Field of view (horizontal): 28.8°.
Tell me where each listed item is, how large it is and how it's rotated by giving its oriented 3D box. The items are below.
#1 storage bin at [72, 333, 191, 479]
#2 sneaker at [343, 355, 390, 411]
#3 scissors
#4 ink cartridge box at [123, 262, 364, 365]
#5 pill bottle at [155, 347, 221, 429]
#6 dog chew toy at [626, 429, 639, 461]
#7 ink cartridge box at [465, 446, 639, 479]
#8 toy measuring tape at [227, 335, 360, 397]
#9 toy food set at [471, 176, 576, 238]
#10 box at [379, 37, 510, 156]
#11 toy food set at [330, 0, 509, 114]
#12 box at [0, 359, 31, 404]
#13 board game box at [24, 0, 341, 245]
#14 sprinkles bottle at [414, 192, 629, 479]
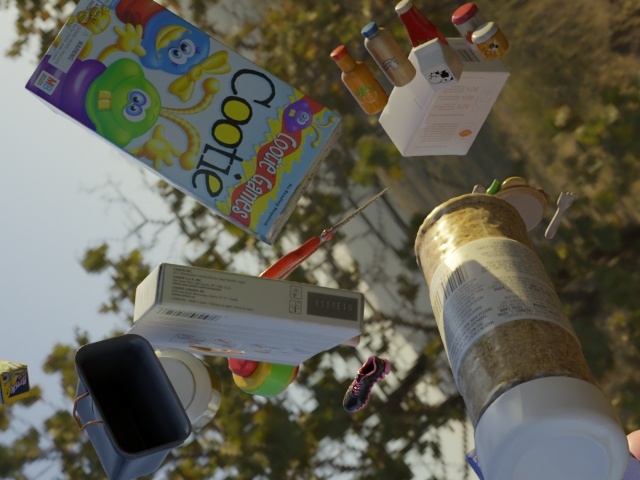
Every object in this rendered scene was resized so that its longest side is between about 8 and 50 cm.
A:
[{"bbox_3d":[-0.206,0.181,1.271,0.135,0.098,0.091,57,142,27],"label":"storage bin"},{"bbox_3d":[0.075,0.258,2.270,0.047,0.119,0.057,35,-179,36],"label":"sneaker"},{"bbox_3d":[0.000,0.000,1.892,0.021,0.297,0.109,50,169,10],"label":"scissors"},{"bbox_3d":[-0.112,0.104,1.651,0.239,0.275,0.060,145,131,-64],"label":"ink cartridge box"},{"bbox_3d":[-0.185,0.190,1.576,0.103,0.103,0.184,52,175,9],"label":"pill bottle"},{"bbox_3d":[0.529,0.286,1.625,0.207,0.332,0.206,30,-131,-43],"label":"dog chew toy"},{"bbox_3d":[0.326,0.347,1.375,0.395,0.151,0.270,58,174,-31],"label":"ink cartridge box"},{"bbox_3d":[-0.057,0.202,2.045,0.330,0.121,0.121,-6,129,52],"label":"toy measuring tape"},{"bbox_3d":[0.346,-0.060,2.229,0.038,0.192,0.132,-102,22,-45],"label":"toy food set"},{"bbox_3d":[0.191,-0.223,1.942,0.130,0.170,0.091,-4,-133,-33],"label":"box"},{"bbox_3d":[0.136,-0.271,1.695,0.104,0.232,0.111,50,-140,-26],"label":"toy food set"},{"bbox_3d":[-0.554,0.226,2.044,0.059,0.169,0.054,-18,-72,-51],"label":"box"},{"bbox_3d":[-0.131,-0.129,1.257,0.275,0.144,0.142,32,177,1],"label":"board game box"},{"bbox_3d":[0.174,0.091,1.148,0.121,0.121,0.355,51,-165,-30],"label":"sprinkles bottle"}]
